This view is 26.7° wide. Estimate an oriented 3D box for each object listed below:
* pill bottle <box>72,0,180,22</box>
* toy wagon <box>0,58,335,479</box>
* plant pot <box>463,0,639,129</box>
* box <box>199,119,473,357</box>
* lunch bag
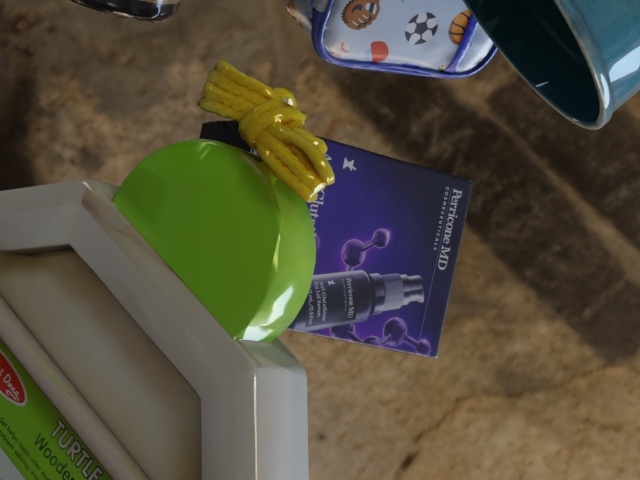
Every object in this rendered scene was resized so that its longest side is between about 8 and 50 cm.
[{"bbox_3d":[-0.136,-0.288,1.026,0.123,0.219,0.123,19,19,-7],"label":"pill bottle"},{"bbox_3d":[-0.102,0.085,0.537,0.267,0.344,0.068,45,14,25],"label":"toy wagon"},{"bbox_3d":[0.247,-0.273,1.098,0.271,0.255,0.271,54,-1,2],"label":"plant pot"},{"bbox_3d":[0.000,0.000,1.081,0.207,0.153,0.108,12,-3,-29],"label":"box"},{"bbox_3d":[0.112,-0.309,1.307,0.115,0.243,0.303,59,-44,48],"label":"lunch bag"}]
